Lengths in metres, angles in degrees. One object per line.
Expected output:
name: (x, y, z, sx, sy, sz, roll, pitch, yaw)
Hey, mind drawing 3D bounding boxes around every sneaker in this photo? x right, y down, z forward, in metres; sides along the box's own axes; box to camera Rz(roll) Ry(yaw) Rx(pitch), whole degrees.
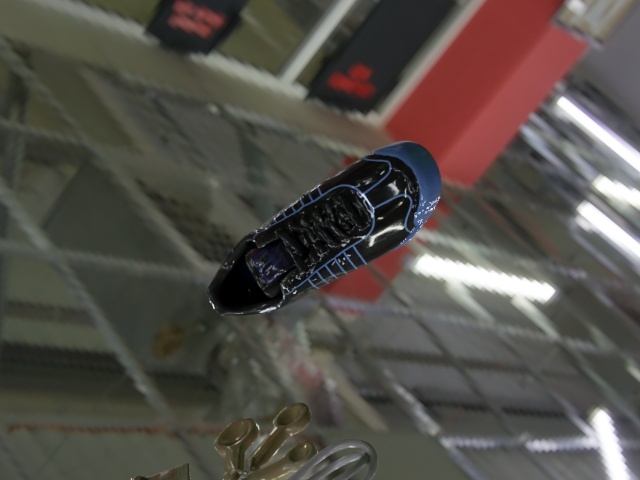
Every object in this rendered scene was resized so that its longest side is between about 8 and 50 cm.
sneaker: (0.000, 0.000, 1.311, 0.090, 0.232, 0.081, -28, -98, -51)

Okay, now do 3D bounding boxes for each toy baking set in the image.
toy baking set: (-0.063, 0.188, 1.107, 0.030, 0.197, 0.256, 58, 165, -25)
